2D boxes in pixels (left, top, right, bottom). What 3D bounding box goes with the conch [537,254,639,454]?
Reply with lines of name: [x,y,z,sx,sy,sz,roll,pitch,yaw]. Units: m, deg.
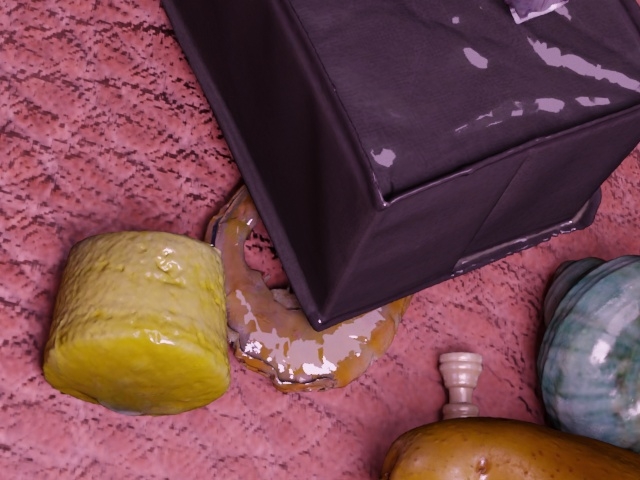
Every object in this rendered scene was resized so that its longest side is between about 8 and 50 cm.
conch: [0.244,0.098,1.202,0.176,0.122,0.188,15,67,-46]

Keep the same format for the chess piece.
chess piece: [0.110,0.135,1.168,0.035,0.035,0.092,9,72,-25]

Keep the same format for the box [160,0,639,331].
box: [0.053,-0.155,1.089,0.251,0.204,0.345,-20,72,-22]

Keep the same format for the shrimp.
shrimp: [0.000,0.001,1.147,0.173,0.058,0.253,24,62,-10]

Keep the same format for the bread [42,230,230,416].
bread: [-0.121,0.057,1.031,0.129,0.111,0.114,16,58,-27]

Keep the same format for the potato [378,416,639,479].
potato: [0.208,0.223,1.087,0.369,0.176,0.195,21,26,-15]

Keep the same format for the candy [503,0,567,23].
candy: [0.071,-0.192,0.971,0.226,0.051,0.094,5,54,-14]
